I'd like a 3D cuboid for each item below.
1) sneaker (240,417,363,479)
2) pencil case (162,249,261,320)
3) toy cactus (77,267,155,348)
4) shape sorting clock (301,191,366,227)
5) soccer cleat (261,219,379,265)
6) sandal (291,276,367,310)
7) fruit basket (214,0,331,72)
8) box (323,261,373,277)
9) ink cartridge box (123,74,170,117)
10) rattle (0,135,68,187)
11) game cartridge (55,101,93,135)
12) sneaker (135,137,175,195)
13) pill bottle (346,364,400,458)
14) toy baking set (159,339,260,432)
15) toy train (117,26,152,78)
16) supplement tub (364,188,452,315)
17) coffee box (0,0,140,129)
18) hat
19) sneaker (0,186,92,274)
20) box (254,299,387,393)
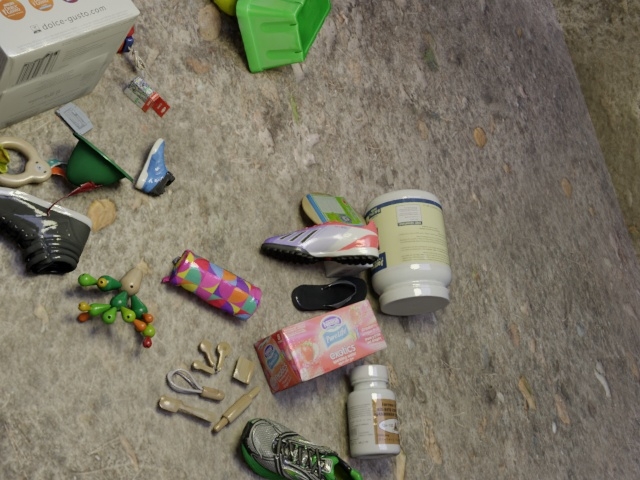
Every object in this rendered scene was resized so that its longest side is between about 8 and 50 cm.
[{"bbox_3d":[-0.038,0.521,1.703,0.343,0.146,0.134,32,54,-19],"label":"sneaker"},{"bbox_3d":[-0.264,0.112,1.763,0.236,0.104,0.104,30,55,-19],"label":"pencil case"},{"bbox_3d":[-0.455,0.137,1.625,0.219,0.112,0.180,36,34,-15],"label":"toy cactus"},{"bbox_3d":[0.040,-0.074,2.060,0.206,0.040,0.206,17,33,-11],"label":"shape sorting clock"},{"bbox_3d":[0.000,0.000,1.927,0.318,0.108,0.116,2,72,2],"label":"soccer cleat"},{"bbox_3d":[0.039,0.154,1.986,0.254,0.054,0.097,-8,74,-38],"label":"sandal"},{"bbox_3d":[-0.188,-0.723,2.145,0.392,0.283,0.392,-5,50,6],"label":"fruit basket"},{"bbox_3d":[0.075,0.051,2.030,0.102,0.101,0.087,1,68,-37],"label":"box"},{"bbox_3d":[-0.456,-0.372,1.864,0.115,0.063,0.029,44,50,-12],"label":"ink cartridge box"},{"bbox_3d":[-0.651,-0.193,1.597,0.199,0.143,0.130,14,43,-24],"label":"rattle"},{"bbox_3d":[-0.606,-0.300,1.754,0.083,0.017,0.056,49,53,-7],"label":"game cartridge"},{"bbox_3d":[-0.408,-0.184,1.814,0.084,0.058,0.152,25,61,-18],"label":"sneaker"},{"bbox_3d":[0.136,0.451,1.870,0.131,0.131,0.229,11,63,-32],"label":"pill bottle"},{"bbox_3d":[-0.262,0.354,1.697,0.197,0.030,0.256,48,50,-4],"label":"toy baking set"},{"bbox_3d":[-0.556,-0.509,1.838,0.143,0.105,0.248,-29,88,-30],"label":"toy train"},{"bbox_3d":[0.258,0.038,2.082,0.235,0.235,0.325,10,64,-32],"label":"supplement tub"},{"bbox_3d":[-0.683,-0.498,1.578,0.337,0.338,0.334,-38,93,-41],"label":"coffee box"},{"bbox_3d":[-0.567,-0.132,1.655,0.173,0.208,0.183,34,81,23],"label":"hat"},{"bbox_3d":[-0.645,-0.014,1.533,0.295,0.104,0.147,19,54,-33],"label":"sneaker"},{"bbox_3d":[0.003,0.272,1.842,0.300,0.154,0.142,-15,79,-38],"label":"box"}]
